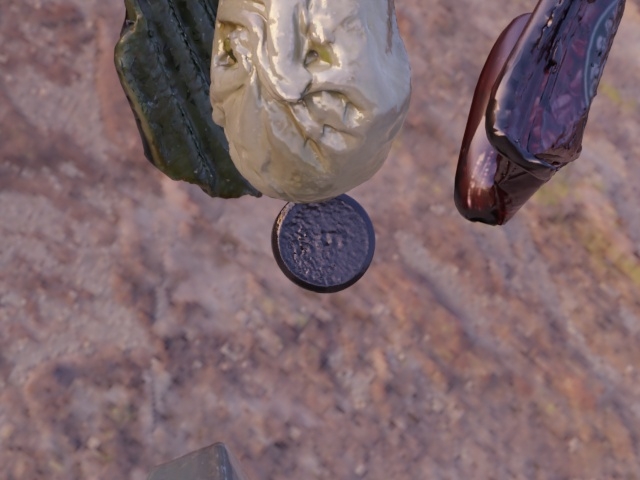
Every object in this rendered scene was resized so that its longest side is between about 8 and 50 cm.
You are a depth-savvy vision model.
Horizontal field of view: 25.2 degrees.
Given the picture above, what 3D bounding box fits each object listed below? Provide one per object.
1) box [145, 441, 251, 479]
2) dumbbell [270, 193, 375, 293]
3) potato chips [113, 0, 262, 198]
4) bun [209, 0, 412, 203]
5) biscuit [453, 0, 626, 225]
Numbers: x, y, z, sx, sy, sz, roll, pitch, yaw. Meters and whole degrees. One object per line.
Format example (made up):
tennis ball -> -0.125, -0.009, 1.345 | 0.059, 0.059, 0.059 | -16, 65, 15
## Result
box -> -0.030, 0.410, 1.209 | 0.396, 0.111, 0.395 | -107, 172, -69
dumbbell -> 0.000, 0.000, 1.417 | 0.100, 0.100, 0.191 | 35, 0, -2
potato chips -> -0.074, -0.212, 1.607 | 0.070, 0.358, 0.429 | 23, -25, 38
bun -> -0.022, -0.144, 1.129 | 0.145, 0.229, 0.229 | -1, 45, -38
biscuit -> 0.125, -0.090, 0.803 | 0.063, 0.151, 0.235 | 17, -10, 2
